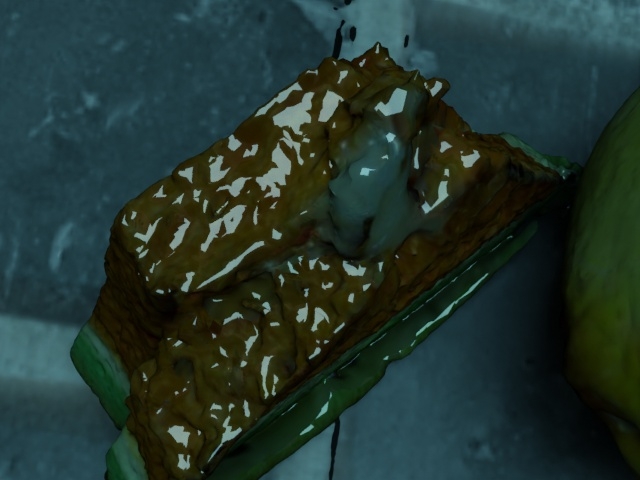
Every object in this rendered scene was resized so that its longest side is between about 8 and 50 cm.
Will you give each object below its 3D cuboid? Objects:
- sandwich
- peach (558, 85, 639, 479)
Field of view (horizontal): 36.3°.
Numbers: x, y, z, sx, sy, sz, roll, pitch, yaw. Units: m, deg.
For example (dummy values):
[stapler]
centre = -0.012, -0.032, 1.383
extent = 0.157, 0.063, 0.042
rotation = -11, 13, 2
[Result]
[sandwich]
centre = -0.006, 0.010, 0.455
extent = 0.292, 0.212, 0.109
rotation = -44, 71, 2
[peach]
centre = 0.270, 0.008, 0.430
extent = 0.316, 0.314, 0.281
rotation = -32, 47, 14
